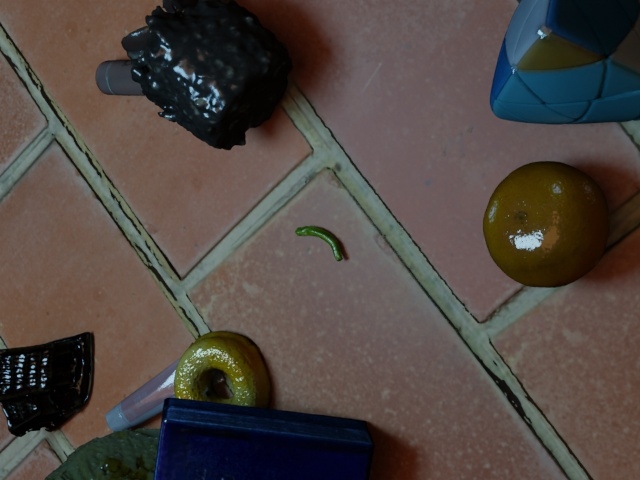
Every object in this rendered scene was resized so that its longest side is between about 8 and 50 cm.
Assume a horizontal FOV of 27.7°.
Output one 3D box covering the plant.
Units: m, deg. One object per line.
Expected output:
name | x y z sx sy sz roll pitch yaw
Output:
plant | -0.158 -0.247 1.737 0.204 0.178 0.234 -39 79 -20

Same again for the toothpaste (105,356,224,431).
toothpaste | -0.232 0.222 1.906 0.194 0.043 0.067 -32 80 19

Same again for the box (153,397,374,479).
box | -0.088 0.360 1.722 0.279 0.116 0.261 8 101 -5

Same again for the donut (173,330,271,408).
donut | -0.144 0.205 1.835 0.152 0.058 0.152 2 95 17

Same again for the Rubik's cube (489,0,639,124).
Rubik's cube | 0.312 -0.206 1.479 0.254 0.254 0.254 2 95 28

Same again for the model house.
model house | -0.433 0.220 1.951 0.106 0.152 0.165 4 94 34

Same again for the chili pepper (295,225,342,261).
chili pepper | 0.000 0.000 1.775 0.083 0.017 0.030 26 107 27

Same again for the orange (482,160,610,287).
orange | 0.275 -0.018 1.568 0.156 0.124 0.156 -10 74 37

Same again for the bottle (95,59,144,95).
bottle | -0.257 -0.235 1.874 0.140 0.053 0.053 3 95 28

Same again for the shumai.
shumai | -0.265 0.408 1.882 0.256 0.189 0.218 3 114 11
